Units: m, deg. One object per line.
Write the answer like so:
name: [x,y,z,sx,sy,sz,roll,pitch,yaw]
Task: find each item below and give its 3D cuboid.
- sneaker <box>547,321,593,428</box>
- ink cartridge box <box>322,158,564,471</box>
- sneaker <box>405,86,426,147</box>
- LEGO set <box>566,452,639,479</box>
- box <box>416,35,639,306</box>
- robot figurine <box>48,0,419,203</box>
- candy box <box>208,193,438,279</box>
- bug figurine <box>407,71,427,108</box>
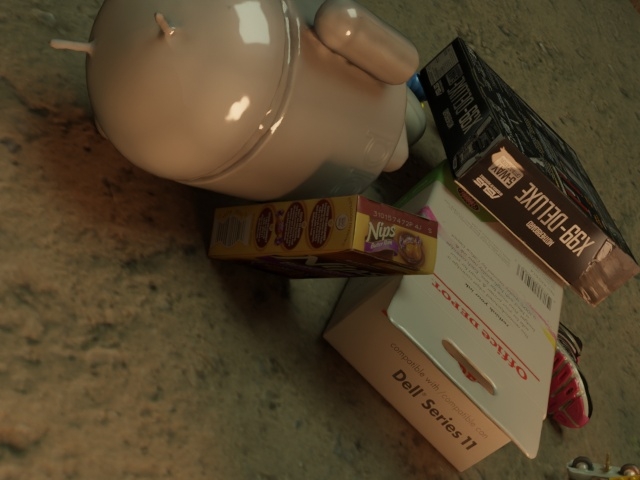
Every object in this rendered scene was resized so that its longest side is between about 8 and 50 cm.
sneaker: [0.285,0.146,1.356,0.075,0.063,0.170,11,41,-39]
ink cartridge box: [0.131,0.084,1.167,0.207,0.119,0.353,45,29,-8]
sneaker: [-0.010,-0.167,1.309,0.290,0.106,0.123,29,40,-15]
LEGO set: [0.277,0.325,1.109,0.287,0.132,0.107,-43,129,-57]
box: [0.241,-0.091,1.367,0.242,0.076,0.307,40,21,-24]
robot figurine: [-0.060,-0.137,1.010,0.353,0.300,0.200,13,64,-51]
candy box: [0.000,0.000,1.031,0.109,0.186,0.053,17,74,-43]
bug figurine: [0.190,-0.130,1.546,0.216,0.072,0.279,12,45,-47]
